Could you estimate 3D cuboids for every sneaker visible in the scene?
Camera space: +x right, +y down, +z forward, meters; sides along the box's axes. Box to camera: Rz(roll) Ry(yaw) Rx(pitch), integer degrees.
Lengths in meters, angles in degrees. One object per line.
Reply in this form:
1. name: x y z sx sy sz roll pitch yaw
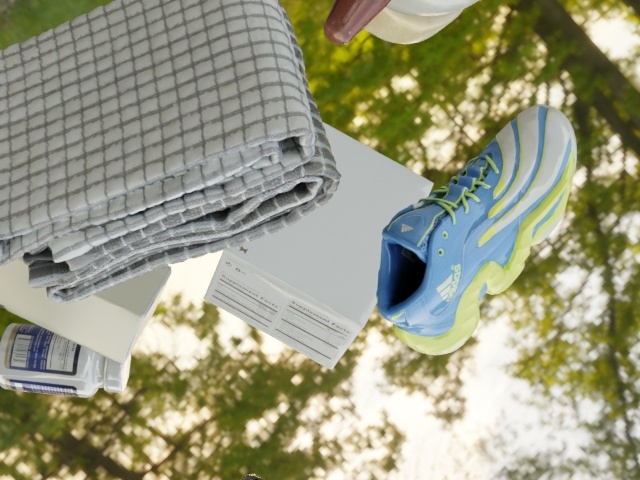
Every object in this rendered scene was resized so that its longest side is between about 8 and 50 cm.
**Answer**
1. sneaker: 0.126 -0.016 0.867 0.126 0.091 0.240 25 93 -54

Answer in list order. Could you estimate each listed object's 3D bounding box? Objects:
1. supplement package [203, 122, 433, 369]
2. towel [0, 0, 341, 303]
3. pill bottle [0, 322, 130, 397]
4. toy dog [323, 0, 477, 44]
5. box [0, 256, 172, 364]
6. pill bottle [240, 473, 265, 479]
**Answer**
1. supplement package: 0.000 0.000 1.420 0.262 0.204 0.145 -61 180 -34
2. towel: -0.141 -0.090 0.894 0.284 0.121 0.235 -21 -127 8
3. pill bottle: -0.357 0.170 1.464 0.094 0.169 0.094 -174 -90 -90
4. toy dog: -0.007 -0.229 0.545 0.161 0.334 0.220 -41 169 -33
5. box: -0.330 0.033 1.262 0.094 0.275 0.113 -61 -177 35
6. pill bottle: -0.114 0.387 1.202 0.219 0.123 0.123 -44 -175 -21
